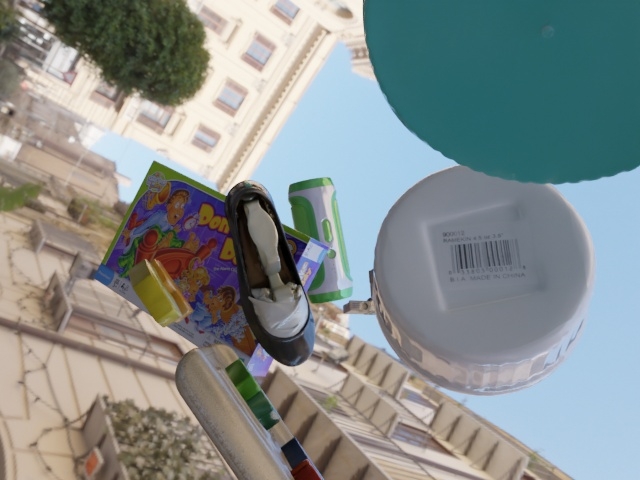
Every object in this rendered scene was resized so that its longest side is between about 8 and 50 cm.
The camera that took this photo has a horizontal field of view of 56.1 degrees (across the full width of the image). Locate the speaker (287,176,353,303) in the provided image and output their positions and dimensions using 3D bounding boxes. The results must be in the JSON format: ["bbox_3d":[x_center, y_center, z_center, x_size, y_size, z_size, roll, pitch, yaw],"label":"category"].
[{"bbox_3d":[0.000,0.000,1.479,0.131,0.131,0.297,-11,-91,52],"label":"speaker"}]

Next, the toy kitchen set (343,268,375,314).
[{"bbox_3d":[0.085,0.084,1.064,0.068,0.075,0.084,138,-48,-62],"label":"toy kitchen set"}]

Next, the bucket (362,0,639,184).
[{"bbox_3d":[0.166,-0.187,0.428,0.281,0.281,0.183,-29,-154,43],"label":"bucket"}]

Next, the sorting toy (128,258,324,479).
[{"bbox_3d":[-0.064,0.135,0.511,0.041,0.307,0.229,-35,177,-7],"label":"sorting toy"}]

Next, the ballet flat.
[{"bbox_3d":[-0.074,0.051,0.844,0.096,0.095,0.281,173,-103,-77],"label":"ballet flat"}]

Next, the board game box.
[{"bbox_3d":[-0.190,0.038,1.001,0.347,0.078,0.234,26,-91,26],"label":"board game box"}]

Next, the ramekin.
[{"bbox_3d":[0.194,0.041,0.735,0.276,0.135,0.278,-5,-112,11],"label":"ramekin"}]
